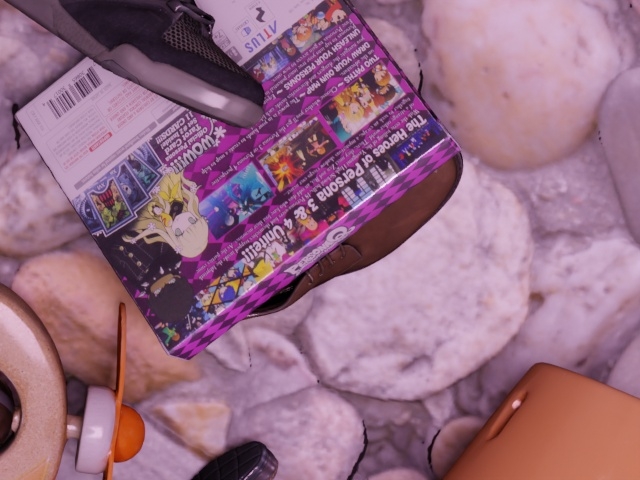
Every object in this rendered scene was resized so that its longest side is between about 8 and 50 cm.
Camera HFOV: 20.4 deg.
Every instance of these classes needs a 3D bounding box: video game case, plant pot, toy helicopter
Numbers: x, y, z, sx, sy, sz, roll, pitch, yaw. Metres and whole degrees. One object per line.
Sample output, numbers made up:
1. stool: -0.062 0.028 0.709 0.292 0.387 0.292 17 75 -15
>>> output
1. video game case: -0.059 -0.072 1.172 0.232 0.042 0.210 -38 70 7
2. plant pot: 0.194 0.214 1.198 0.291 0.291 0.203 27 86 -8
3. toy helicopter: -0.213 0.190 1.239 0.235 0.140 0.355 -18 103 -7

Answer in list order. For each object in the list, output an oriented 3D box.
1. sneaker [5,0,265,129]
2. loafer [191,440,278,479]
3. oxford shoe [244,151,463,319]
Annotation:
1. sneaker: -0.107 -0.165 1.139 0.227 0.087 0.130 37 96 29
2. loafer: -0.081 0.216 1.291 0.061 0.062 0.170 35 110 -18
3. oxford shoe: 0.000 0.000 1.217 0.227 0.096 0.083 -31 101 5
